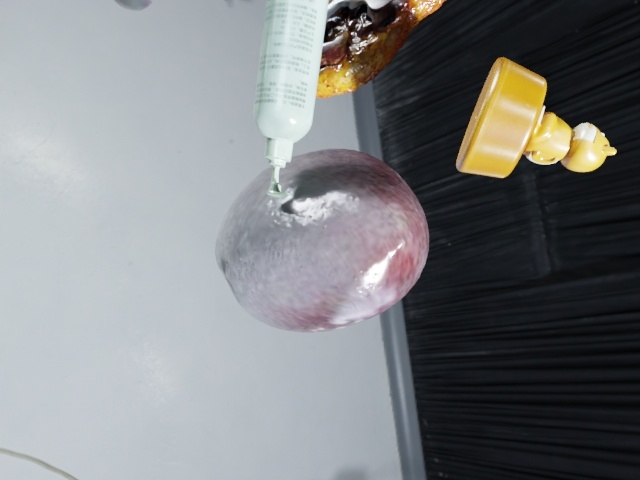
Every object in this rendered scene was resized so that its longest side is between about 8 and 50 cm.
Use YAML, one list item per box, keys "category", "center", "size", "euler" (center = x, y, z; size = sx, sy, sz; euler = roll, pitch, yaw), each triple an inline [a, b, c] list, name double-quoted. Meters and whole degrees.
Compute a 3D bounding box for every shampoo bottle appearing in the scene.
- category: "shampoo bottle"
  center: [-0.031, -0.135, 0.463]
  size: [0.056, 0.056, 0.195]
  euler: [7, 93, -36]

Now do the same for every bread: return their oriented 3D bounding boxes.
- category: "bread"
  center: [0.064, -0.301, 0.730]
  size: [0.269, 0.095, 0.139]
  euler: [-40, 68, 1]

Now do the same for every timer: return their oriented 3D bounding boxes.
- category: "timer"
  center: [0.247, -0.118, 0.584]
  size: [0.152, 0.132, 0.132]
  euler: [20, 62, 8]

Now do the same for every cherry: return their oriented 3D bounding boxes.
- category: "cherry"
  center: [0.000, 0.000, 0.553]
  size: [0.213, 0.266, 0.184]
  euler: [-41, 110, -19]

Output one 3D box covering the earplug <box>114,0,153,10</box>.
- category: "earplug"
  center: [-0.370, -0.581, 0.971]
  size: [0.172, 0.172, 0.302]
  euler: [-10, 93, -39]
